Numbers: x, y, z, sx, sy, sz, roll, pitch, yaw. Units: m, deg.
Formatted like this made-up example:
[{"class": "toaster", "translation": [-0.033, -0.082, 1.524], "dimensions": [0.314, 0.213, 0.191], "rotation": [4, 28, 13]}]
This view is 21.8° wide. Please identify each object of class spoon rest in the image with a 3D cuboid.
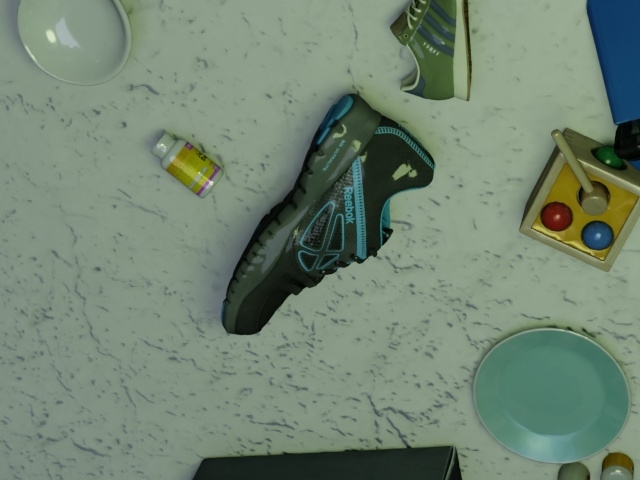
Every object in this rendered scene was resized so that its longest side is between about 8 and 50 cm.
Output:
[{"class": "spoon rest", "translation": [-0.273, -0.300, 1.850], "dimensions": [0.137, 0.084, 0.276], "rotation": [10, 117, 9]}]

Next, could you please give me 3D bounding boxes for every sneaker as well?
[{"class": "sneaker", "translation": [0.117, -0.238, 1.795], "dimensions": [0.086, 0.064, 0.192], "rotation": [-1, 119, 9]}, {"class": "sneaker", "translation": [0.000, 0.000, 1.909], "dimensions": [0.139, 0.125, 0.341], "rotation": [30, 121, -8]}]

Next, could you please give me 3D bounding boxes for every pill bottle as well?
[{"class": "pill bottle", "translation": [-0.157, -0.090, 1.947], "dimensions": [0.083, 0.043, 0.043], "rotation": [38, 118, -7]}]

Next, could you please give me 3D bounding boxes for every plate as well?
[{"class": "plate", "translation": [0.277, 0.183, 1.987], "dimensions": [0.188, 0.024, 0.188], "rotation": [6, 118, 11]}]

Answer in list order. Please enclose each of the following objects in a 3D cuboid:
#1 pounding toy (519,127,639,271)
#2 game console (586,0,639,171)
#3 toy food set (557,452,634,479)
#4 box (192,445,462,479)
[{"class": "pounding toy", "translation": [0.289, -0.055, 1.823], "dimensions": [0.130, 0.100, 0.141], "rotation": [24, 119, 1]}, {"class": "game console", "translation": [0.453, -0.174, 1.716], "dimensions": [0.250, 0.173, 0.293], "rotation": [31, 148, -36]}, {"class": "toy food set", "translation": [0.313, 0.372, 2.025], "dimensions": [0.111, 0.104, 0.232], "rotation": [18, 118, 5]}, {"class": "box", "translation": [0.020, 0.440, 2.088], "dimensions": [0.343, 0.179, 0.313], "rotation": [-5, 115, 15]}]
